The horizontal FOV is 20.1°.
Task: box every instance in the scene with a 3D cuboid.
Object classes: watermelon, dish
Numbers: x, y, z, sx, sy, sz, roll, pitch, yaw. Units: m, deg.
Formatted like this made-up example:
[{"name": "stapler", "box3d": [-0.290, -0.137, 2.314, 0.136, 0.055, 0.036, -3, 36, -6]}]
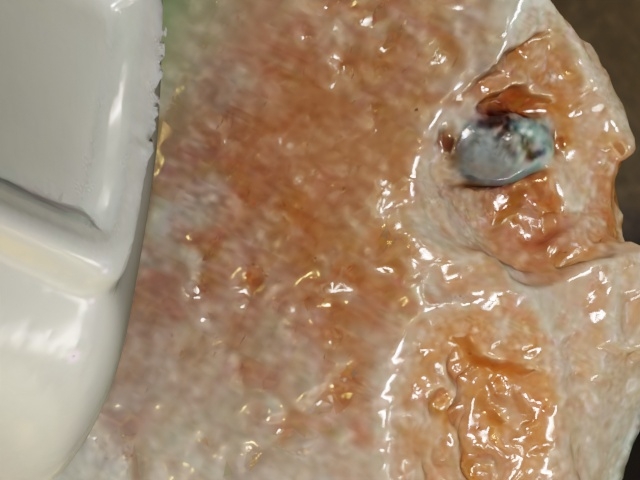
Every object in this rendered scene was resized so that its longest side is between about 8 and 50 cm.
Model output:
[{"name": "watermelon", "box3d": [-0.014, -0.006, 0.674, 0.151, 0.264, 0.302, 26, 175, -41]}, {"name": "dish", "box3d": [-0.121, -0.044, 0.428, 0.212, 0.151, 0.077, 27, 142, -33]}]
